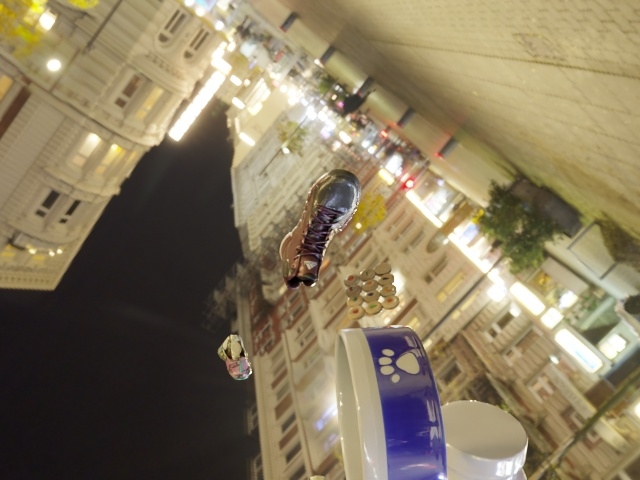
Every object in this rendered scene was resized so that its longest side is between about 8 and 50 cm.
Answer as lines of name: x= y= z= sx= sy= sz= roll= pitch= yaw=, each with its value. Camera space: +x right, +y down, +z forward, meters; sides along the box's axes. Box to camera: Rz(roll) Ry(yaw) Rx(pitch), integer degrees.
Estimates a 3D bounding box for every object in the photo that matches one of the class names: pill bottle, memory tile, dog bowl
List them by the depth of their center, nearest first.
dog bowl: x=0.088 y=0.254 z=0.789 sx=0.104 sy=0.264 sz=0.265 roll=-4 pitch=-161 yaw=-5
pill bottle: x=0.278 y=0.511 z=1.072 sx=0.211 sy=0.362 sz=0.210 roll=3 pitch=-161 yaw=-1
memory tile: x=0.107 y=0.107 z=1.188 sx=0.148 sy=0.113 sz=0.012 roll=-94 pitch=-16 yaw=-56

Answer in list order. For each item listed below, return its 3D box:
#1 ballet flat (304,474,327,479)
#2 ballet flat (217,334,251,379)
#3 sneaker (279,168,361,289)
ballet flat: x=-0.048 y=0.523 z=1.078 sx=0.057 sy=0.173 sz=0.049 roll=43 pitch=-176 yaw=-5
ballet flat: x=-0.237 y=0.309 z=1.545 sx=0.077 sy=0.079 sz=0.221 roll=-4 pitch=-170 yaw=-18
sneaker: x=0.000 y=0.000 z=1.138 sx=0.107 sy=0.281 sz=0.162 roll=20 pitch=-142 yaw=-15
